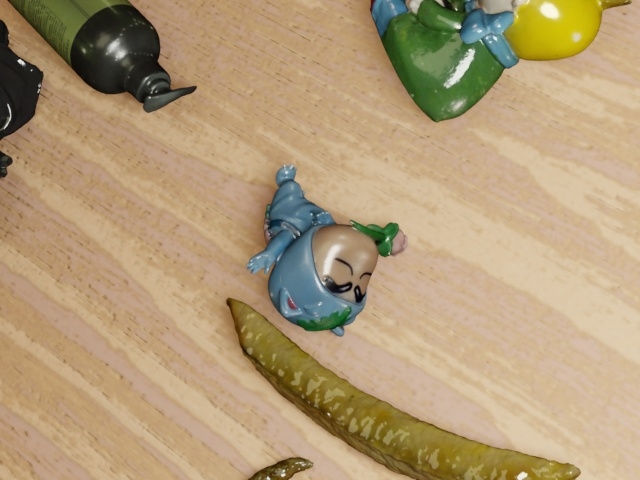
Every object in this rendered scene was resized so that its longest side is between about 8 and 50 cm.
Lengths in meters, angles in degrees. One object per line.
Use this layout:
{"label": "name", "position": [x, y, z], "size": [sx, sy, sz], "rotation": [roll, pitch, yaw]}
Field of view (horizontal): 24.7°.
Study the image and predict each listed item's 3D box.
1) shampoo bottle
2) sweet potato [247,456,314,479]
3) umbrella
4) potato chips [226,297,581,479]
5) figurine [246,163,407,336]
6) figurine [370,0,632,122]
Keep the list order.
{"label": "shampoo bottle", "position": [-0.254, -0.238, 1.661], "size": [0.101, 0.101, 0.284], "rotation": [-48, 60, 5]}
{"label": "sweet potato", "position": [-0.071, 0.266, 1.442], "size": [0.041, 0.038, 0.153], "rotation": [40, 84, 9]}
{"label": "umbrella", "position": [-0.403, -0.133, 1.702], "size": [0.122, 0.110, 0.272], "rotation": [-3, 68, 26]}
{"label": "potato chips", "position": [0.056, 0.167, 1.399], "size": [0.407, 0.057, 0.080], "rotation": [25, 79, 30]}
{"label": "figurine", "position": [0.005, 0.000, 1.458], "size": [0.144, 0.114, 0.178], "rotation": [-29, 55, 13]}
{"label": "figurine", "position": [0.175, -0.238, 1.449], "size": [0.234, 0.127, 0.185], "rotation": [-38, 53, 22]}
